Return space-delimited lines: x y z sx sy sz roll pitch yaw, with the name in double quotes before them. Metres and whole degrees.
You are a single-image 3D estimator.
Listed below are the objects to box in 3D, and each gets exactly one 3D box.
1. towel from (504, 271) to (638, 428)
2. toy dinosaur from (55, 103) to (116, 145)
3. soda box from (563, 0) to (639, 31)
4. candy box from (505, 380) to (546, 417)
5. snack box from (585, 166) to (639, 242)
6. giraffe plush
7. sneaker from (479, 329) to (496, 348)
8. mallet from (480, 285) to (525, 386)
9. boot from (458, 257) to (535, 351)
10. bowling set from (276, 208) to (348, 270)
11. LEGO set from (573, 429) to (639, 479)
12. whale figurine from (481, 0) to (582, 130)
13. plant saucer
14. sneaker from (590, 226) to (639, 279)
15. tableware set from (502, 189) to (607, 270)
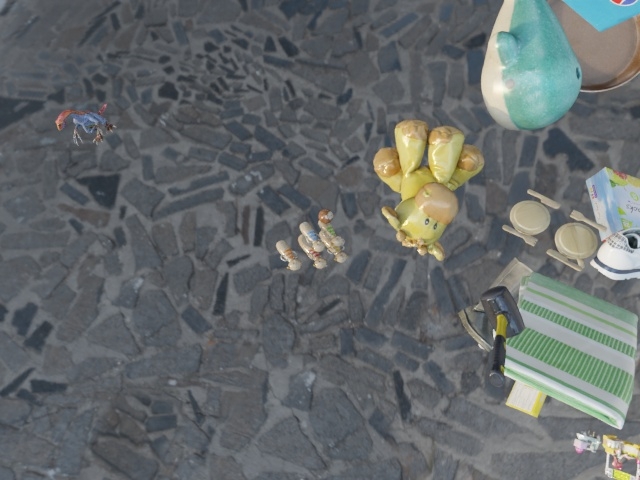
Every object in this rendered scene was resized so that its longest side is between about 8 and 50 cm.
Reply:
"towel" 0.493 0.198 1.139 0.248 0.038 0.325 24 38 16
"toy dinosaur" -0.315 -0.157 0.761 0.047 0.082 0.090 -32 62 9
"soda box" 0.370 -0.308 0.623 0.071 0.210 0.067 32 80 -14
"candy box" 0.573 0.358 1.530 0.027 0.105 0.205 30 80 -15
"snack box" 0.745 -0.063 1.365 0.207 0.070 0.174 13 58 -19
"giraffe plush" 0.168 -0.069 0.951 0.182 0.210 0.170 14 42 0
"sneaker" 0.597 0.227 1.816 0.256 0.094 0.151 -30 43 26
"mallet" 0.201 0.102 0.656 0.039 0.190 0.062 -24 90 24
"boot" 0.435 0.149 1.380 0.208 0.076 0.189 -41 21 12
"bowling set" 0.000 0.000 2.092 0.287 0.199 0.154 -18 63 -38
"LEGO set" 0.776 0.568 1.449 0.132 0.287 0.107 10 85 -11
"whale figurine" 0.363 -0.324 0.968 0.141 0.216 0.271 6 99 41
"plant saucer" 0.657 -0.510 1.420 0.311 0.050 0.310 0 85 3
"sneaker" 0.669 0.020 1.199 0.235 0.094 0.090 -7 33 -33
"tableware set" 0.513 -0.020 1.279 0.194 0.039 0.128 32 71 22
